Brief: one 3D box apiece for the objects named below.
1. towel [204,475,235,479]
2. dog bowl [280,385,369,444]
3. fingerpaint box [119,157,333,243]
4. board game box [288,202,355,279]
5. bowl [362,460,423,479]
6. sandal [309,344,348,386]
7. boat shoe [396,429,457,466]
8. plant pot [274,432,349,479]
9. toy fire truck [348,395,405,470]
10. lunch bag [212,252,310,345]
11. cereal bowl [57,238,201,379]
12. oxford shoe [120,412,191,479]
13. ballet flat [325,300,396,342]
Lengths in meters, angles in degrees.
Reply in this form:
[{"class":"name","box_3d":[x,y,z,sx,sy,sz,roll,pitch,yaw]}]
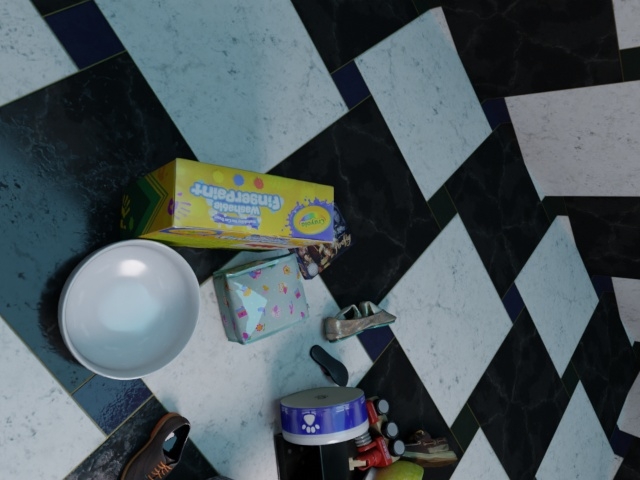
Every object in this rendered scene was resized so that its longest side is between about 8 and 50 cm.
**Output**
[{"class":"towel","box_3d":[-0.303,0.717,1.309,0.283,0.235,0.121,-13,89,-40]},{"class":"dog bowl","box_3d":[0.010,0.526,1.558,0.264,0.265,0.104,-4,85,-39]},{"class":"fingerpaint box","box_3d":[-0.248,-0.073,1.354,0.444,0.371,0.163,5,82,-37]},{"class":"board game box","box_3d":[0.000,0.000,1.750,0.243,0.042,0.165,-39,109,-34]},{"class":"bowl","box_3d":[0.211,0.856,1.726,0.156,0.289,0.289,30,59,14]},{"class":"sandal","box_3d":[0.028,0.424,1.734,0.179,0.040,0.067,46,53,-8]},{"class":"boat shoe","box_3d":[0.370,0.778,1.928,0.342,0.123,0.123,14,46,-31]},{"class":"plant pot","box_3d":[-0.013,0.678,1.588,0.167,0.188,0.188,-4,87,-52]},{"class":"toy fire truck","box_3d":[0.124,0.669,1.719,0.246,0.158,0.217,-11,75,-38]},{"class":"lunch bag","box_3d":[-0.164,0.166,1.530,0.262,0.160,0.224,-16,94,-33]},{"class":"cereal bowl","box_3d":[-0.480,0.166,1.282,0.339,0.141,0.339,1,89,-38]},{"class":"oxford shoe","box_3d":[-0.426,0.577,1.311,0.097,0.098,0.271,39,62,-28]},{"class":"ballet flat","box_3d":[0.145,0.272,1.800,0.316,0.107,0.106,-9,84,-40]}]
